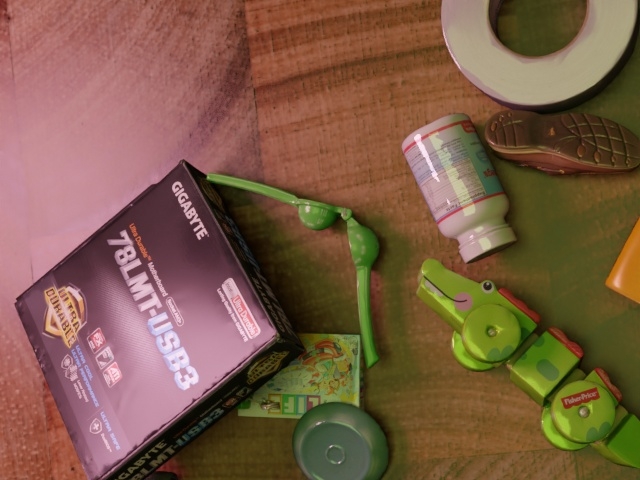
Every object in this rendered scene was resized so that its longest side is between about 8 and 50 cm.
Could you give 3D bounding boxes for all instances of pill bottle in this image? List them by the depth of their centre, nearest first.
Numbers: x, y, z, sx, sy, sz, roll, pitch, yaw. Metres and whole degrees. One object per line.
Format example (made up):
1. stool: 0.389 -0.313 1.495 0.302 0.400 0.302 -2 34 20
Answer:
1. pill bottle: 0.163 -0.058 1.404 0.087 0.087 0.160 -26 80 14

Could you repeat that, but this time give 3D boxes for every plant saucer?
1. plant saucer: 0.020 0.251 1.448 0.119 0.021 0.119 4 106 16

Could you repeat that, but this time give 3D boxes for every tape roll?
1. tape roll: 0.252 -0.258 1.396 0.219 0.072 0.219 -1 88 17

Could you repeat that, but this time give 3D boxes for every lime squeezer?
1. lime squeezer: 0.000 0.000 1.467 0.110 0.059 0.310 -46 77 17

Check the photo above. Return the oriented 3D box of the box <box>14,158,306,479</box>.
1. box: -0.201 0.101 1.468 0.293 0.073 0.295 -39 57 13

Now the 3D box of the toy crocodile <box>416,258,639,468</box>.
1. toy crocodile: 0.243 0.136 1.359 0.340 0.115 0.105 41 80 13

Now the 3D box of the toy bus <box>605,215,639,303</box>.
1. toy bus: 0.472 0.079 1.282 0.333 0.130 0.108 28 94 16

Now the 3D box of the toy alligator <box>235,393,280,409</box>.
1. toy alligator: -0.115 0.175 1.462 0.190 0.056 0.051 -6 83 44

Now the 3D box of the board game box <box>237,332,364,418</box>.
1. board game box: -0.023 0.163 1.480 0.154 0.026 0.103 -1 87 17

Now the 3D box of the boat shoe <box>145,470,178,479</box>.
1. boat shoe: -0.189 0.393 1.496 0.076 0.080 0.228 -12 76 17

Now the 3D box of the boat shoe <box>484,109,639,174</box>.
1. boat shoe: 0.276 -0.106 1.389 0.178 0.060 0.064 10 66 18
